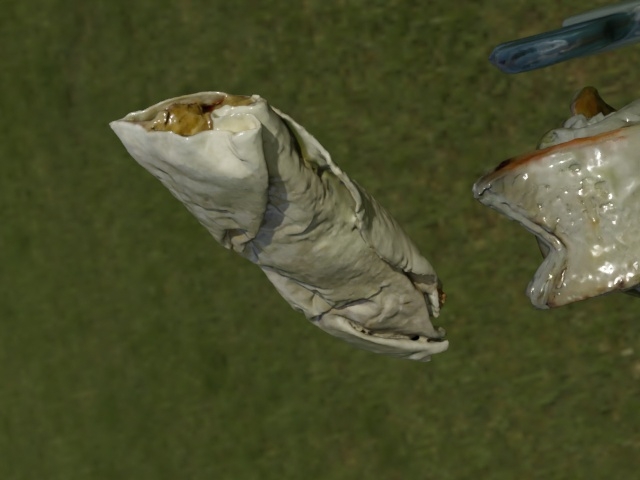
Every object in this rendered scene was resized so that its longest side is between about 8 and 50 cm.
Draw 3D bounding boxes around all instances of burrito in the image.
[{"bbox_3d":[0.000,0.000,1.104,0.117,0.392,0.076,4,69,27],"label":"burrito"}]

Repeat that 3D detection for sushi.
[{"bbox_3d":[0.194,-0.034,0.847,0.109,0.273,0.134,-10,82,37],"label":"sushi"}]

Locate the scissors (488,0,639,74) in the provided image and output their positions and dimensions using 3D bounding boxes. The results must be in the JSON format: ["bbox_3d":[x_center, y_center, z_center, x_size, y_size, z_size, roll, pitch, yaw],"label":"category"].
[{"bbox_3d":[0.274,-0.180,1.287,0.138,0.289,0.041,-62,-45,-83],"label":"scissors"}]
